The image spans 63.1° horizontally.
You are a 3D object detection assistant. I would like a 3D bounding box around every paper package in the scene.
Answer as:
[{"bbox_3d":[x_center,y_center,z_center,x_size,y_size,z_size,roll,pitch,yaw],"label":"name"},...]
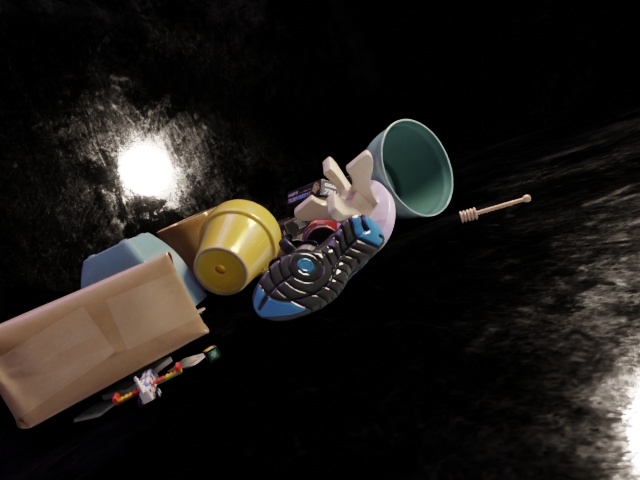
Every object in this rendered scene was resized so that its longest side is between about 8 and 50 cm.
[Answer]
[{"bbox_3d":[-0.414,0.183,0.964,0.325,0.168,0.309,-27,-1,-30],"label":"paper package"}]

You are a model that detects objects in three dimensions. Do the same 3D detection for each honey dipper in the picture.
[{"bbox_3d":[0.405,-0.076,1.208,0.161,0.030,0.030,-17,8,16],"label":"honey dipper"}]

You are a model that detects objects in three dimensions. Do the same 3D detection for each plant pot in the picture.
[{"bbox_3d":[-0.414,0.038,1.837,0.237,0.254,0.237,-22,8,3],"label":"plant pot"},{"bbox_3d":[-0.267,0.035,1.582,0.254,0.254,0.239,-19,22,19],"label":"plant pot"},{"bbox_3d":[-0.512,0.124,1.451,0.248,0.252,0.247,-25,7,9],"label":"plant pot"},{"bbox_3d":[0.227,-0.190,1.573,0.293,0.293,0.196,-27,5,-39],"label":"plant pot"}]

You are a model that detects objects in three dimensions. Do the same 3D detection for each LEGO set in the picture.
[{"bbox_3d":[-0.291,0.226,0.890,0.244,0.060,0.182,-20,9,31],"label":"LEGO set"}]

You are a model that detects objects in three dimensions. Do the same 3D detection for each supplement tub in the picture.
[{"bbox_3d":[0.000,0.000,1.516,0.106,0.106,0.198,-22,7,-2],"label":"supplement tub"}]

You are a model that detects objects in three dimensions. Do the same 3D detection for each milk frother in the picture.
[{"bbox_3d":[-0.069,0.066,1.348,0.143,0.129,0.135,-64,0,10],"label":"milk frother"}]

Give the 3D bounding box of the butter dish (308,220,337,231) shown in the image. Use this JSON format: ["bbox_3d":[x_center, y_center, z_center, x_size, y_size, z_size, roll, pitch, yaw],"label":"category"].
[{"bbox_3d":[0.017,-0.051,1.798,0.160,0.118,0.160,-20,8,9],"label":"butter dish"}]

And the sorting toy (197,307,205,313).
[{"bbox_3d":[-0.357,0.206,1.406,0.083,0.012,0.062,-21,5,7],"label":"sorting toy"}]

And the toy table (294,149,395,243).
[{"bbox_3d":[0.075,-0.099,1.343,0.252,0.161,0.274,-44,29,12],"label":"toy table"}]

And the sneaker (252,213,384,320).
[{"bbox_3d":[-0.002,0.076,1.059,0.341,0.125,0.139,-31,-16,-38],"label":"sneaker"}]

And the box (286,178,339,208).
[{"bbox_3d":[0.056,-0.157,2.110,0.296,0.073,0.293,12,-12,-27],"label":"box"}]

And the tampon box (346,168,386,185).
[{"bbox_3d":[0.182,-0.161,1.730,0.120,0.161,0.101,-25,9,-39],"label":"tampon box"}]

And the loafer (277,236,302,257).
[{"bbox_3d":[-0.142,0.030,1.808,0.078,0.080,0.220,-15,9,45],"label":"loafer"}]

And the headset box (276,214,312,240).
[{"bbox_3d":[-0.152,-0.025,2.125,0.293,0.110,0.218,-14,10,45],"label":"headset box"}]
